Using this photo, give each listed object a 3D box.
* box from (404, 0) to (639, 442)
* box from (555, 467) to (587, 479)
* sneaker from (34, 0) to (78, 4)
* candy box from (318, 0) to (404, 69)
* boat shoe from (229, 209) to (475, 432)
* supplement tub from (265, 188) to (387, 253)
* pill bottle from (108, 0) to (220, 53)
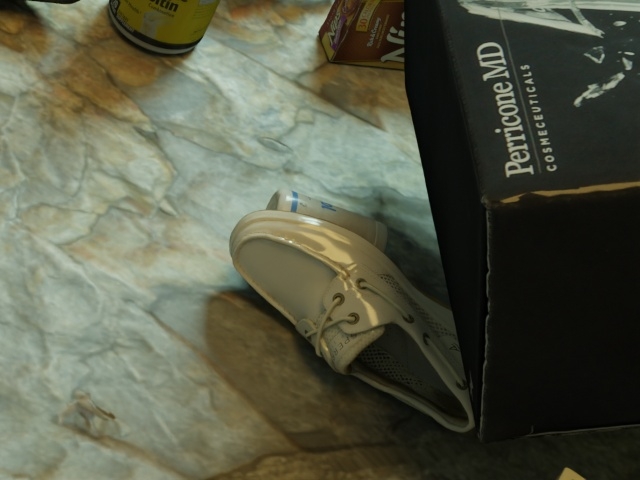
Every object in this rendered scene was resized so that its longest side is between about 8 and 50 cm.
[{"bbox_3d":[0.332,-0.109,1.649,0.472,0.297,0.480,-7,44,-2],"label":"box"},{"bbox_3d":[0.233,0.319,1.497,0.232,0.148,0.127,35,41,7],"label":"box"},{"bbox_3d":[-0.339,-0.262,1.819,0.234,0.078,0.106,20,44,-6],"label":"sneaker"},{"bbox_3d":[0.104,-0.235,2.024,0.187,0.109,0.053,4,46,-27],"label":"candy box"},{"bbox_3d":[0.035,0.073,1.673,0.277,0.098,0.096,30,39,-1],"label":"boat shoe"},{"bbox_3d":[0.000,0.000,1.749,0.107,0.071,0.071,19,41,-13],"label":"supplement tub"},{"bbox_3d":[-0.134,-0.280,1.871,0.103,0.184,0.103,17,41,-15],"label":"pill bottle"}]
